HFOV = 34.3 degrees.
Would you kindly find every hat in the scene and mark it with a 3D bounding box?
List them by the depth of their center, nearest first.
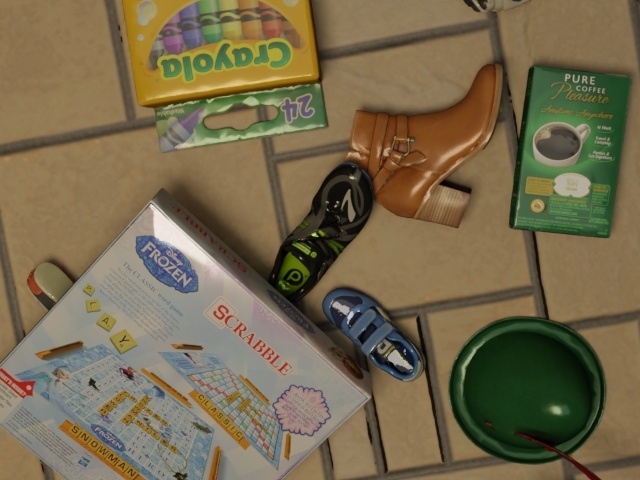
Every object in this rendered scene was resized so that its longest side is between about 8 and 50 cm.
[{"bbox_3d":[0.248,0.185,1.115,0.208,0.183,0.173,15,95,1],"label":"hat"}]

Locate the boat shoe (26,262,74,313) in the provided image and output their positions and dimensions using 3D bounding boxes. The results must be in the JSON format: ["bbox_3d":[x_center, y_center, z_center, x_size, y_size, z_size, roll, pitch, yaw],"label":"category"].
[{"bbox_3d":[-0.289,0.086,1.202,0.137,0.049,0.043,50,137,-4],"label":"boat shoe"}]

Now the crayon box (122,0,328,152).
[{"bbox_3d":[-0.113,-0.270,1.145,0.203,0.083,0.323,-8,95,3],"label":"crayon box"}]

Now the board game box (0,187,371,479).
[{"bbox_3d":[-0.164,0.162,1.148,0.318,0.066,0.318,43,105,-9],"label":"board game box"}]

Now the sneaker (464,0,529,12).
[{"bbox_3d":[0.176,-0.388,1.130,0.110,0.107,0.275,-19,99,-16],"label":"sneaker"}]

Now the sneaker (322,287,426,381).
[{"bbox_3d":[0.063,0.107,1.180,0.144,0.059,0.053,39,97,0],"label":"sneaker"}]

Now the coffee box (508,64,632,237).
[{"bbox_3d":[0.279,-0.099,1.163,0.113,0.040,0.184,5,95,1],"label":"coffee box"}]

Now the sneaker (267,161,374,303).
[{"bbox_3d":[0.000,0.000,1.150,0.067,0.078,0.188,33,108,-1],"label":"sneaker"}]

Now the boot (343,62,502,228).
[{"bbox_3d":[0.112,-0.123,1.155,0.152,0.073,0.197,20,93,5],"label":"boot"}]
